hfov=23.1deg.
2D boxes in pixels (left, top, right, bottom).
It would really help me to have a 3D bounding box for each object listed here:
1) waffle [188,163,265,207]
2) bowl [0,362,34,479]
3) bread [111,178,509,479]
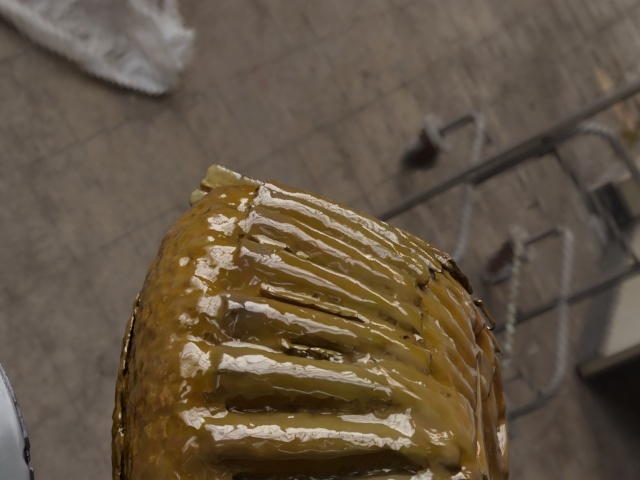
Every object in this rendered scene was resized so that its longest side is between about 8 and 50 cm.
[{"bbox_3d":[0.000,0.000,0.984,0.102,0.148,0.042,22,90,-62],"label":"waffle"},{"bbox_3d":[-0.361,0.185,1.022,0.157,0.345,0.345,13,55,-53],"label":"bowl"},{"bbox_3d":[0.003,0.088,0.598,0.240,0.139,0.240,-10,90,-80],"label":"bread"}]
